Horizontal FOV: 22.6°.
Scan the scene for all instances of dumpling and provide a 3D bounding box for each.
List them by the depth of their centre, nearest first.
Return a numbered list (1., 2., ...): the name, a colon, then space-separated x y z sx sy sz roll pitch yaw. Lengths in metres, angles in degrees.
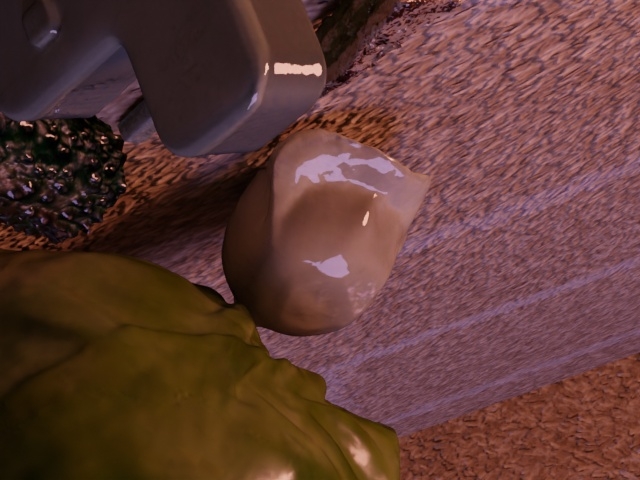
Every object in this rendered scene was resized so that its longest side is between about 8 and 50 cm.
1. dumpling: 0.000 0.000 1.315 0.162 0.132 0.250 -4 144 -19

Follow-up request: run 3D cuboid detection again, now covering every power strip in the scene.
1. power strip: -0.063 -0.132 0.699 0.059 0.194 0.265 -5 158 -47

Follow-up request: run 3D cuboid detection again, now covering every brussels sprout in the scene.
1. brussels sprout: -0.154 0.196 1.203 0.342 0.425 0.361 -62 177 5

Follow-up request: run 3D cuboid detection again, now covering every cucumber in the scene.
1. cucumber: -0.223 -0.077 0.870 0.096 0.096 0.359 -24 162 14

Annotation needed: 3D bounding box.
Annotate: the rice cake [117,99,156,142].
1. rice cake: -0.099 -0.098 1.069 0.022 0.022 0.121 -12 164 -41

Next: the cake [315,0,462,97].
1. cake: 0.025 -0.140 1.024 0.055 0.051 0.140 5 151 -45
